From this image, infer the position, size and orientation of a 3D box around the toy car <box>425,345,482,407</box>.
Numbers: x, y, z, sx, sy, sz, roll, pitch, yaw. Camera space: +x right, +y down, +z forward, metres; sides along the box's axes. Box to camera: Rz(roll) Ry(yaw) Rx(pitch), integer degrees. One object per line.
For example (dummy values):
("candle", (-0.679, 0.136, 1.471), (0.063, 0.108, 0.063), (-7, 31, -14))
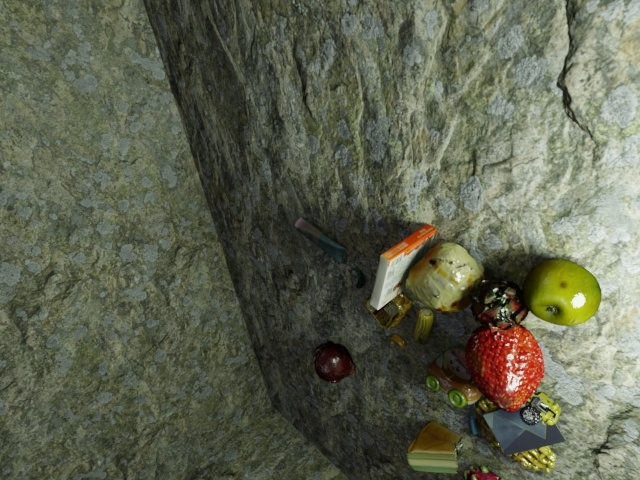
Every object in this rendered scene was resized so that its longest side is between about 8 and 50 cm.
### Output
("toy car", (0.558, 0.530, 1.641), (0.235, 0.145, 0.235), (10, 103, 47))

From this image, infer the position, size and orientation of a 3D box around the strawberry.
("strawberry", (0.604, 0.410, 1.318), (0.250, 0.288, 0.239), (26, 129, 12))

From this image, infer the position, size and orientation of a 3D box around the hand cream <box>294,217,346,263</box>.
("hand cream", (0.000, 0.000, 2.024), (0.312, 0.070, 0.111), (37, 139, 25))

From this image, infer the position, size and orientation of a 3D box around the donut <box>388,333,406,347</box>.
("donut", (0.367, 0.489, 1.932), (0.083, 0.038, 0.067), (48, 143, 22))

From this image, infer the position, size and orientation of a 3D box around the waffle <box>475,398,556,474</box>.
("waffle", (0.765, 0.771, 1.594), (0.312, 0.060, 0.307), (8, 124, 51))

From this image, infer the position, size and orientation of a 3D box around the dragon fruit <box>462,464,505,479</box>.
("dragon fruit", (0.733, 1.137, 1.802), (0.218, 0.198, 0.273), (25, 135, 31))

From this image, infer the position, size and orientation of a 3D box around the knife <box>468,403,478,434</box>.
("knife", (0.659, 0.745, 1.734), (0.058, 0.032, 0.244), (-100, -1, -66))

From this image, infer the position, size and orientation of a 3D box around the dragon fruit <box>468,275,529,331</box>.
("dragon fruit", (0.562, 0.202, 1.268), (0.188, 0.182, 0.182), (29, 164, -33))

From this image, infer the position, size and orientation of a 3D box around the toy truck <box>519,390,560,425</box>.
("toy truck", (0.703, 0.544, 1.440), (0.286, 0.136, 0.111), (34, 106, 38))

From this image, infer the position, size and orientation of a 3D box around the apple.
("apple", (0.674, 0.149, 1.136), (0.196, 0.157, 0.196), (32, 145, 26))

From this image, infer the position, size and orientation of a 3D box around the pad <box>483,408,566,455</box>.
("pad", (0.750, 0.696, 1.496), (0.243, 0.004, 0.164), (-41, 68, 36))

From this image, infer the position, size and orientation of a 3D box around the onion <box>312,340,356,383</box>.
("onion", (0.060, 0.713, 2.377), (0.281, 0.281, 0.221), (13, 82, 49))

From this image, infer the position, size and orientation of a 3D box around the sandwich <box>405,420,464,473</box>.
("sandwich", (0.556, 1.019, 1.918), (0.198, 0.227, 0.155), (13, 126, 50))

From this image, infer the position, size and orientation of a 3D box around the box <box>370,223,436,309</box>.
("box", (0.305, 0.099, 1.491), (0.048, 0.273, 0.265), (37, 140, 32))

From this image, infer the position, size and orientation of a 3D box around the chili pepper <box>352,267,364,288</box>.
("chili pepper", (0.188, 0.187, 1.942), (0.055, 0.035, 0.118), (4, 124, 33))

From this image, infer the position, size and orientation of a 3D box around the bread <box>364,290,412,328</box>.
("bread", (0.305, 0.286, 1.803), (0.181, 0.096, 0.222), (49, 144, 17))

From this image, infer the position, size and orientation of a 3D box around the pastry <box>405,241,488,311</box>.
("pastry", (0.438, 0.156, 1.397), (0.237, 0.170, 0.256), (41, 121, 0))

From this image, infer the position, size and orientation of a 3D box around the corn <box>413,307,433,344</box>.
("corn", (0.438, 0.370, 1.715), (0.072, 0.072, 0.203), (34, 140, 35))
